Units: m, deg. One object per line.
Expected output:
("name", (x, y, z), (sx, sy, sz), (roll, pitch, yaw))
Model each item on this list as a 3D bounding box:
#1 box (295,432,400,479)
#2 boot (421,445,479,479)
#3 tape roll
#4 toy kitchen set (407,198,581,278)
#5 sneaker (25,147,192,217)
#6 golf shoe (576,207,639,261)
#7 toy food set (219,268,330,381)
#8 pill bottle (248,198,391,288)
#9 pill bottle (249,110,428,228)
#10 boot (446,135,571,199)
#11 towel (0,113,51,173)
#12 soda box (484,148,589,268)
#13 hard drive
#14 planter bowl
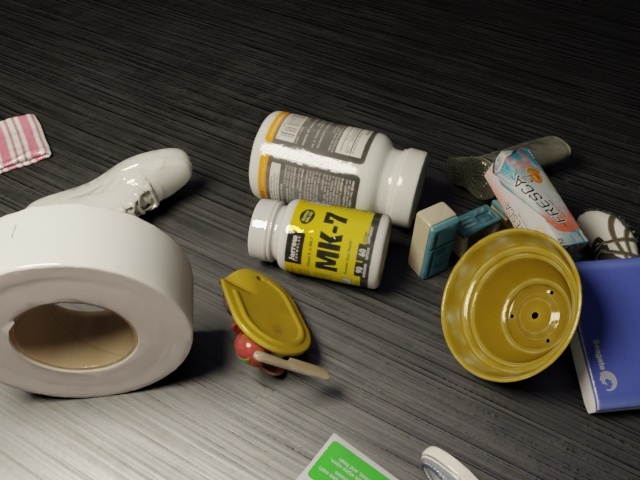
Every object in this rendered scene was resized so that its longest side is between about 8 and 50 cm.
("box", (-0.008, 0.352, 0.571), (0.127, 0.262, 0.231), (30, 55, 25))
("boot", (0.166, 0.331, 0.720), (0.086, 0.069, 0.190), (-34, 57, -21))
("tape roll", (-0.305, 0.086, 0.797), (0.286, 0.286, 0.100), (-5, 48, -5))
("toy kitchen set", (0.273, 0.012, 0.979), (0.207, 0.122, 0.166), (-24, 52, -20))
("sneaker", (-0.325, -0.033, 1.036), (0.293, 0.108, 0.169), (-27, 54, -11))
("golf shoe", (0.461, 0.026, 0.999), (0.094, 0.077, 0.198), (-17, 49, -15))
("toy food set", (-0.086, 0.131, 0.890), (0.128, 0.071, 0.218), (19, 25, -34))
("pill bottle", (0.000, 0.000, 0.990), (0.209, 0.119, 0.119), (10, 48, 9))
("pill bottle", (0.032, -0.116, 1.070), (0.278, 0.162, 0.162), (15, 49, 12))
("boot", (0.353, -0.134, 1.123), (0.209, 0.076, 0.189), (-7, 22, -12))
("towel", (-0.632, -0.179, 1.210), (0.197, 0.029, 0.144), (-23, 52, -20))
("soda box", (0.323, -0.051, 0.950), (0.058, 0.063, 0.183), (-8, 58, -24))
("hard drive", (0.513, 0.123, 0.893), (0.319, 0.040, 0.210), (-4, 68, -4))
("planter bowl", (0.285, 0.099, 0.891), (0.090, 0.217, 0.217), (23, 33, -39))
